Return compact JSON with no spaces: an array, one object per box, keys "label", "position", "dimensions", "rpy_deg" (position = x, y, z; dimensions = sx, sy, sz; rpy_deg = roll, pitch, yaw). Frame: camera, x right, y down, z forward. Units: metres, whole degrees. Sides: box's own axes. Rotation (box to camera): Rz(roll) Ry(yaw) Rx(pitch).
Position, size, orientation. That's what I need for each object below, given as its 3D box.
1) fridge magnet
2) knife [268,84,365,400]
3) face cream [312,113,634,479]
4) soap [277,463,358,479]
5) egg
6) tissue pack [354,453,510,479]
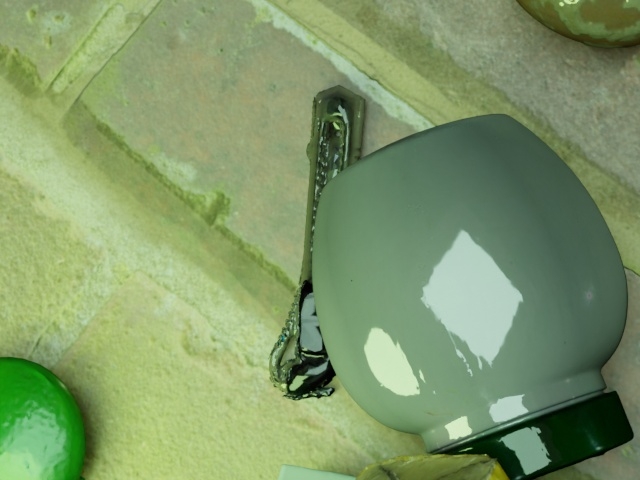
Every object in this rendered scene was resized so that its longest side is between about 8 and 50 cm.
[{"label":"fridge magnet","position":[-0.365,0.239,1.494],"dimensions":[0.208,0.088,0.208],"rpy_deg":[-2,80,14]},{"label":"knife","position":[-0.001,-0.001,1.463],"dimensions":[0.089,0.043,0.365],"rpy_deg":[5,82,14]},{"label":"face cream","position":[0.157,0.071,1.320],"dimensions":[0.312,0.219,0.357],"rpy_deg":[-21,78,10]},{"label":"soap","position":[0.007,0.379,1.339],"dimensions":[0.159,0.087,0.265],"rpy_deg":[7,69,26]},{"label":"egg","position":[0.296,-0.302,1.356],"dimensions":[0.245,0.203,0.203],"rpy_deg":[20,87,27]},{"label":"tissue pack","position":[0.111,0.427,1.162],"dimensions":[0.293,0.228,0.382],"rpy_deg":[-40,107,-33]}]
